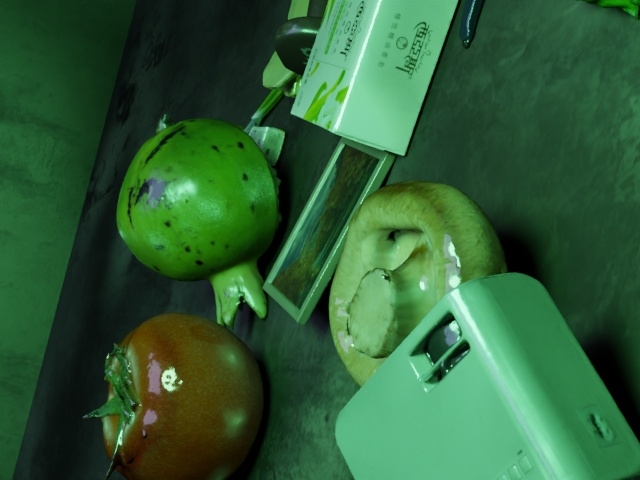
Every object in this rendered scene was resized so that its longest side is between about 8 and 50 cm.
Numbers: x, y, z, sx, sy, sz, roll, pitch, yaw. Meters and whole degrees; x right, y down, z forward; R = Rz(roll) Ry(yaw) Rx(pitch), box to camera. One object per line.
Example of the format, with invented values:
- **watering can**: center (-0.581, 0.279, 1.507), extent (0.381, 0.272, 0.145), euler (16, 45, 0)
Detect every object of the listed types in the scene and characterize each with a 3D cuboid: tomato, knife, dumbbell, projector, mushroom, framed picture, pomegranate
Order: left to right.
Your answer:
- **tomato**: center (-0.199, 0.231, 1.810), extent (0.256, 0.224, 0.255), euler (-41, 42, 51)
- **pomegranate**: center (-0.172, -0.027, 1.947), extent (0.260, 0.260, 0.340), euler (-38, 70, 57)
- **knife**: center (-0.097, -0.219, 2.171), extent (0.022, 0.026, 0.184), euler (57, 140, 10)
- **framed picture**: center (0.007, -0.020, 1.715), extent (0.250, 0.016, 0.184), euler (-61, 22, 3)
- **dumbbell**: center (0.013, -0.352, 1.831), extent (0.140, 0.124, 0.225), euler (60, -144, -64)
- **mushroom**: center (0.100, 0.070, 1.286), extent (0.278, 0.146, 0.278), euler (13, 105, 58)
- **knife**: center (0.183, -0.289, 1.526), extent (0.031, 0.018, 0.121), euler (10, 84, 62)
- **projector**: center (0.136, 0.174, 1.091), extent (0.198, 0.108, 0.250), euler (62, 139, 25)

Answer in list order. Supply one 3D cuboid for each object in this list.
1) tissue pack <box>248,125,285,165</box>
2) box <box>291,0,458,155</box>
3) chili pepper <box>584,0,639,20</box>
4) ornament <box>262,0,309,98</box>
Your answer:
- **tissue pack**: center (-0.092, -0.154, 2.078), extent (0.083, 0.042, 0.062), euler (-166, 91, -69)
- **box**: center (0.073, -0.257, 1.653), extent (0.260, 0.111, 0.194), euler (-69, 22, 5)
- **chili pepper**: center (0.272, -0.244, 1.156), extent (0.083, 0.099, 0.253), euler (-50, 25, 8)
- **ornament**: center (-0.015, -0.324, 1.998), extent (0.180, 0.059, 0.201), euler (12, 84, 66)
